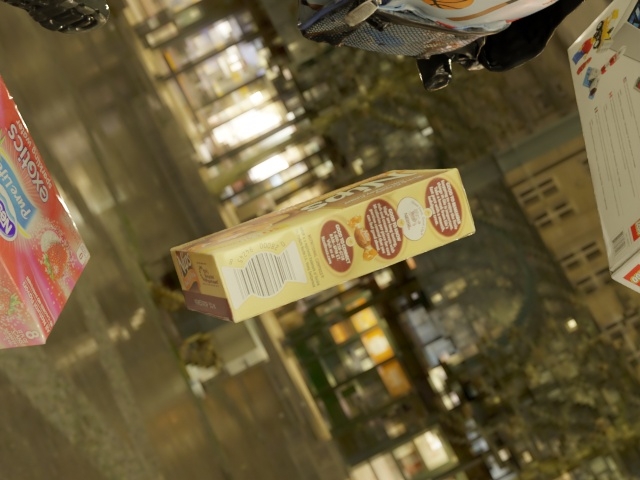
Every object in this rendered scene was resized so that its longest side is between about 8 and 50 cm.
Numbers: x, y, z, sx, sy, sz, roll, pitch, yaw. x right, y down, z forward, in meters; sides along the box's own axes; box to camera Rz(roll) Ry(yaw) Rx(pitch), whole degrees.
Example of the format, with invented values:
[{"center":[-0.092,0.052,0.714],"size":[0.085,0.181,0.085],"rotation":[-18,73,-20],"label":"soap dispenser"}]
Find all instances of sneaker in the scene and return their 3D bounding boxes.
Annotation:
[{"center":[-0.353,-0.324,1.492],"size":[0.267,0.101,0.106],"rotation":[22,60,-55],"label":"sneaker"}]

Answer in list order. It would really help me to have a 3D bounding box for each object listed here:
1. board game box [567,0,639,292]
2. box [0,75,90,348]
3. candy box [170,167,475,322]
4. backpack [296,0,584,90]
[{"center":[0.290,-0.122,1.037],"size":[0.053,0.193,0.305],"rotation":[27,38,-20],"label":"board game box"},{"center":[-0.374,-0.043,1.332],"size":[0.154,0.142,0.300],"rotation":[-73,150,-51],"label":"box"},{"center":[0.000,0.000,1.547],"size":[0.183,0.316,0.088],"rotation":[6,-66,68],"label":"candy box"},{"center":[0.062,-0.234,0.693],"size":[0.263,0.213,0.277],"rotation":[178,-89,-65],"label":"backpack"}]
